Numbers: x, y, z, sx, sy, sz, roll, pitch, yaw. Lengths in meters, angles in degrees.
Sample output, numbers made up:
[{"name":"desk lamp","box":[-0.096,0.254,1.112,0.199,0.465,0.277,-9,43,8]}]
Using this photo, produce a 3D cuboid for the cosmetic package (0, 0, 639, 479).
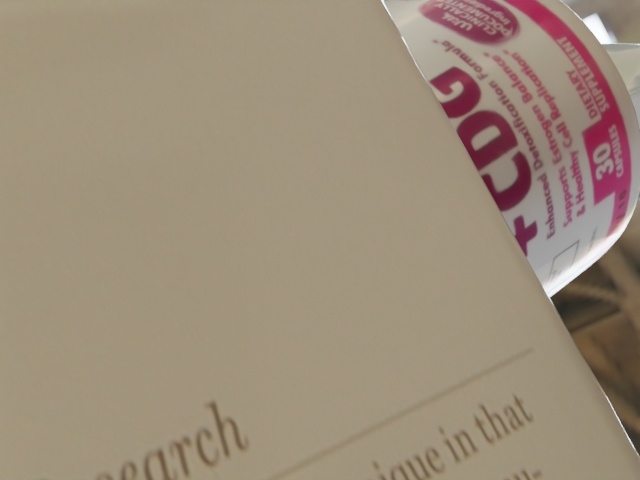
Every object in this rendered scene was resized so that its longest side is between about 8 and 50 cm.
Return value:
[{"name":"cosmetic package","box":[-0.098,0.177,0.500,0.327,0.329,0.394,-21,-102,-50]}]

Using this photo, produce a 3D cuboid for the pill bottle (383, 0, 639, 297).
[{"name":"pill bottle","box":[0.000,0.000,0.806,0.283,0.160,0.160,-33,-83,-39]}]

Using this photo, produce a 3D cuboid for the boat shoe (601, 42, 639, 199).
[{"name":"boat shoe","box":[0.094,-0.072,1.236,0.113,0.306,0.105,-55,-41,-51]}]
